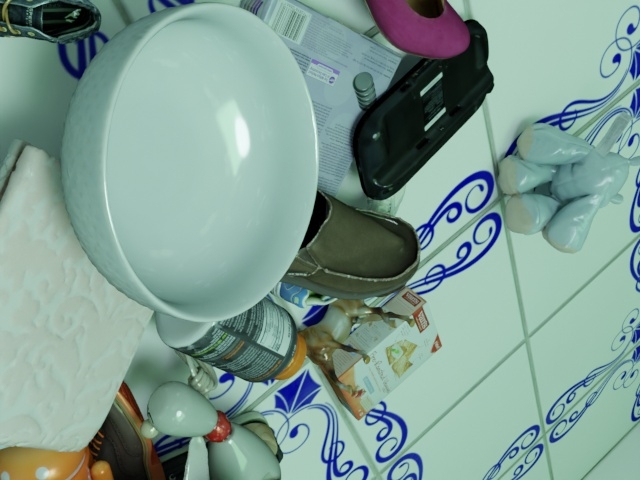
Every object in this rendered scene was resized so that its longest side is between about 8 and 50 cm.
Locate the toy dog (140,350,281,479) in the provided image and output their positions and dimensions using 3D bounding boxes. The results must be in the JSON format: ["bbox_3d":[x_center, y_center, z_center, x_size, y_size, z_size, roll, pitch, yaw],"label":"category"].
[{"bbox_3d":[-0.171,0.332,1.101,0.161,0.220,0.334,-37,112,2],"label":"toy dog"}]

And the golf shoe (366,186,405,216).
[{"bbox_3d":[0.104,-0.048,1.205,0.069,0.086,0.176,12,109,-11],"label":"golf shoe"}]

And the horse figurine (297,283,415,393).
[{"bbox_3d":[0.045,0.151,1.265,0.263,0.174,0.066,-44,135,-27],"label":"horse figurine"}]

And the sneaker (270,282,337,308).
[{"bbox_3d":[0.018,0.070,1.224,0.211,0.081,0.080,-16,125,-34],"label":"sneaker"}]

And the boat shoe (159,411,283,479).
[{"bbox_3d":[-0.211,0.425,1.242,0.340,0.113,0.127,-25,130,-26],"label":"boat shoe"}]

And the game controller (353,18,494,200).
[{"bbox_3d":[0.165,-0.205,1.145,0.319,0.067,0.166,-45,136,-23],"label":"game controller"}]

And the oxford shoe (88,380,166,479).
[{"bbox_3d":[-0.307,0.297,1.093,0.098,0.097,0.271,-22,129,-18],"label":"oxford shoe"}]

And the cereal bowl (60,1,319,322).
[{"bbox_3d":[-0.151,-0.087,0.820,0.339,0.141,0.339,-18,113,-52],"label":"cereal bowl"}]

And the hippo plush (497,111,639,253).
[{"bbox_3d":[0.487,-0.130,1.441,0.294,0.234,0.236,-48,170,17],"label":"hippo plush"}]

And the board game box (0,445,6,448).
[{"bbox_3d":[-0.496,0.132,0.825,0.308,0.086,0.302,-10,123,-36],"label":"board game box"}]

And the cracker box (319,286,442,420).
[{"bbox_3d":[0.121,0.220,1.421,0.232,0.067,0.156,-40,136,-14],"label":"cracker box"}]

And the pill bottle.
[{"bbox_3d":[-0.122,0.139,1.115,0.130,0.130,0.245,-52,137,0],"label":"pill bottle"}]

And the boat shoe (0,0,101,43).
[{"bbox_3d":[-0.317,-0.233,0.735,0.183,0.083,0.065,-15,126,-33],"label":"boat shoe"}]

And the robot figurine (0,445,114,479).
[{"bbox_3d":[-0.378,0.342,1.029,0.128,0.158,0.220,-33,128,-36],"label":"robot figurine"}]

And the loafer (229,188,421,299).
[{"bbox_3d":[0.000,0.000,1.045,0.365,0.134,0.130,5,154,-26],"label":"loafer"}]

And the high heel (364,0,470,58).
[{"bbox_3d":[0.114,-0.360,0.945,0.377,0.127,0.181,11,142,-42],"label":"high heel"}]

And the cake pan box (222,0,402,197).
[{"bbox_3d":[-0.038,-0.192,1.014,0.266,0.070,0.246,11,107,-44],"label":"cake pan box"}]

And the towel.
[{"bbox_3d":[-0.311,0.086,0.853,0.317,0.053,0.332,-67,157,-11],"label":"towel"}]
